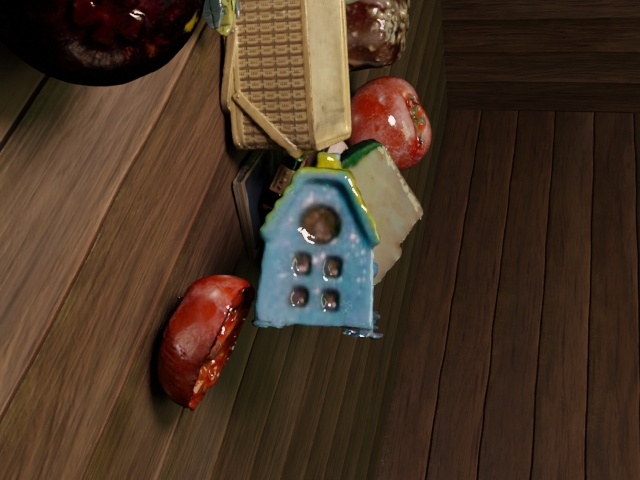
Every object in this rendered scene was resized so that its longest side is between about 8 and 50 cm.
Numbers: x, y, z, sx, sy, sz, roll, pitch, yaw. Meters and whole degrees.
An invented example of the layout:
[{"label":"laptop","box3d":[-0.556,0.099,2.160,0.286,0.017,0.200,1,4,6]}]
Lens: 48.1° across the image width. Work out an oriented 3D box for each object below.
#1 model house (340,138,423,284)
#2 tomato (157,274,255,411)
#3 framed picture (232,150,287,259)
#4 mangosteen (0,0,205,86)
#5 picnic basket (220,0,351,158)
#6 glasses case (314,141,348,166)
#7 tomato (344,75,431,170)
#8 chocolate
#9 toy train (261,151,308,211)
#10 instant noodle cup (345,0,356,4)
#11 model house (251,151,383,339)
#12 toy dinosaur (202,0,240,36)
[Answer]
[{"label":"model house","box3d":[0.018,-0.026,1.529,0.243,0.284,0.298,55,46,-9]},{"label":"tomato","box3d":[-0.191,0.146,1.132,0.228,0.101,0.227,21,90,-85]},{"label":"framed picture","box3d":[-0.113,-0.112,1.461,0.260,0.023,0.189,-66,157,-49]},{"label":"mangosteen","box3d":[-0.235,-0.280,0.725,0.228,0.228,0.265,76,-13,-47]},{"label":"picnic basket","box3d":[-0.063,-0.315,1.310,0.228,0.175,0.312,-36,125,-66]},{"label":"glasses case","box3d":[0.044,-0.153,1.843,0.122,0.075,0.314,-63,162,-16]},{"label":"tomato","box3d":[0.178,-0.318,2.015,0.270,0.227,0.270,34,47,-48]},{"label":"chocolate","box3d":[0.119,-0.573,1.780,0.225,0.210,0.340,14,80,-71]},{"label":"toy train","box3d":[-0.068,-0.120,1.411,0.087,0.050,0.138,-64,180,-73]},{"label":"instant noodle cup","box3d":[0.034,-0.636,1.482,0.234,0.235,0.178,75,17,-48]},{"label":"model house","box3d":[0.000,0.000,1.221,0.237,0.216,0.303,-67,158,-84]},{"label":"toy dinosaur","box3d":[-0.170,-0.449,1.077,0.153,0.094,0.259,15,72,-73]}]
